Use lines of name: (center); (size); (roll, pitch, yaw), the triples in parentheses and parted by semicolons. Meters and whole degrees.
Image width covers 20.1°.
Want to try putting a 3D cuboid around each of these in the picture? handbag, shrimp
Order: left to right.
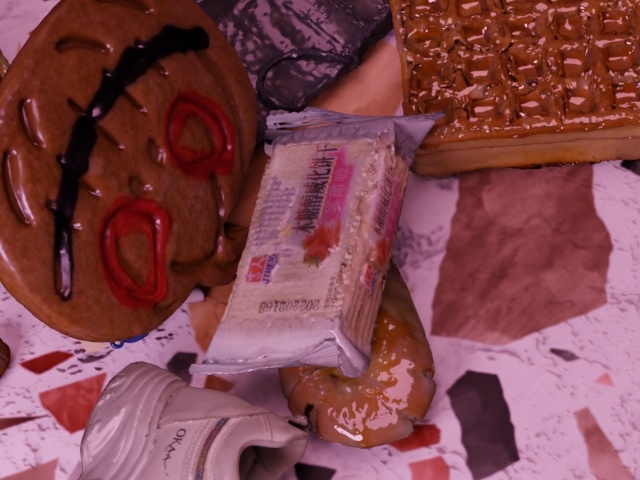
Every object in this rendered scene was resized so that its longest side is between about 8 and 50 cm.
handbag: (-0.057, -0.201, 1.885); (0.175, 0.088, 0.270); (38, 70, 19)
shrimp: (0.027, 0.080, 1.705); (0.145, 0.061, 0.267); (-14, 58, 8)

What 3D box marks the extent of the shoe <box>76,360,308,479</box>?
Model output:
shoe: (-0.126, 0.267, 1.561); (0.211, 0.132, 0.342); (8, 56, 16)

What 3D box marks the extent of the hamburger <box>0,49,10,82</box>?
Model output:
hamburger: (-0.418, -0.162, 1.897); (0.183, 0.130, 0.206); (-29, 77, -8)

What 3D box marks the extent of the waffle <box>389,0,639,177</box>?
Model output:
waffle: (0.229, -0.175, 1.817); (0.308, 0.091, 0.213); (-5, 58, 5)

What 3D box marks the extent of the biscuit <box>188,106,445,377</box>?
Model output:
biscuit: (-0.004, 0.000, 1.689); (0.186, 0.079, 0.309); (0, 58, 28)

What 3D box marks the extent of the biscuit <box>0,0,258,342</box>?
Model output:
biscuit: (-0.169, -0.068, 1.677); (0.063, 0.314, 0.367); (-12, 42, 42)

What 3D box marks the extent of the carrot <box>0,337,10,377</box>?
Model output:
carrot: (-0.361, 0.168, 1.713); (0.047, 0.047, 0.191); (27, 69, 23)

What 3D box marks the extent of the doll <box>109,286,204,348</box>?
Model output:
doll: (-0.164, 0.045, 1.755); (0.099, 0.057, 0.143); (33, 70, -4)
